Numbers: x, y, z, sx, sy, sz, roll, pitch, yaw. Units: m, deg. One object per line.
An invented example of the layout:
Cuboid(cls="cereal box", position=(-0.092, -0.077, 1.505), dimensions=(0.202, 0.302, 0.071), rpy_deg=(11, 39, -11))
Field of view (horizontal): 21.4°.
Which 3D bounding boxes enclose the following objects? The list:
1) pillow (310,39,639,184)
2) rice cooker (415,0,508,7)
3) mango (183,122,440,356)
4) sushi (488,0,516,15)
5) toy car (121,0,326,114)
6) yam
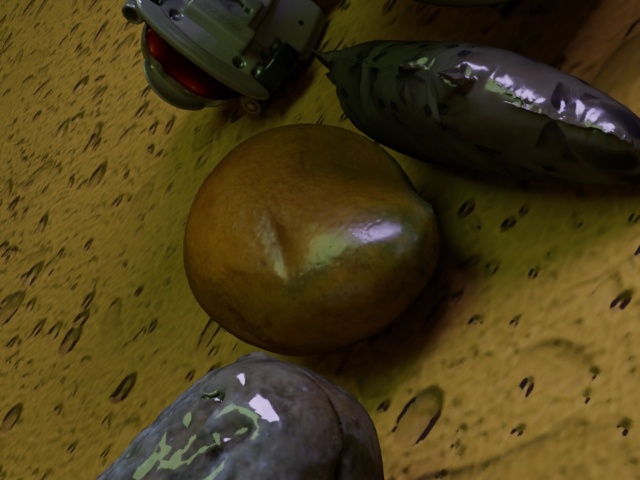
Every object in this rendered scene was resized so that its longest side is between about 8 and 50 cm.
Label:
Cuboid(cls="pillow", position=(0.056, -0.062, 0.752), dimensions=(0.241, 0.093, 0.051), rpy_deg=(22, 89, 64))
Cuboid(cls="rice cooker", position=(0.028, -0.282, 0.791), dimensions=(0.325, 0.335, 0.335), rpy_deg=(28, 79, 43))
Cuboid(cls="mango", position=(-0.006, 0.004, 0.784), dimensions=(0.115, 0.089, 0.165), rpy_deg=(-39, 29, 4))
Cuboid(cls="sushi", position=(0.132, -0.221, 0.912), dimensions=(0.201, 0.031, 0.139), rpy_deg=(-49, 24, 7))
Cuboid(cls="toy car", position=(-0.062, -0.137, 1.068), dimensions=(0.139, 0.112, 0.112), rpy_deg=(-57, 7, -35))
Cuboid(cls="yam", position=(-0.093, 0.185, 0.632), dimensions=(0.330, 0.133, 0.133), rpy_deg=(-53, 24, -4))
